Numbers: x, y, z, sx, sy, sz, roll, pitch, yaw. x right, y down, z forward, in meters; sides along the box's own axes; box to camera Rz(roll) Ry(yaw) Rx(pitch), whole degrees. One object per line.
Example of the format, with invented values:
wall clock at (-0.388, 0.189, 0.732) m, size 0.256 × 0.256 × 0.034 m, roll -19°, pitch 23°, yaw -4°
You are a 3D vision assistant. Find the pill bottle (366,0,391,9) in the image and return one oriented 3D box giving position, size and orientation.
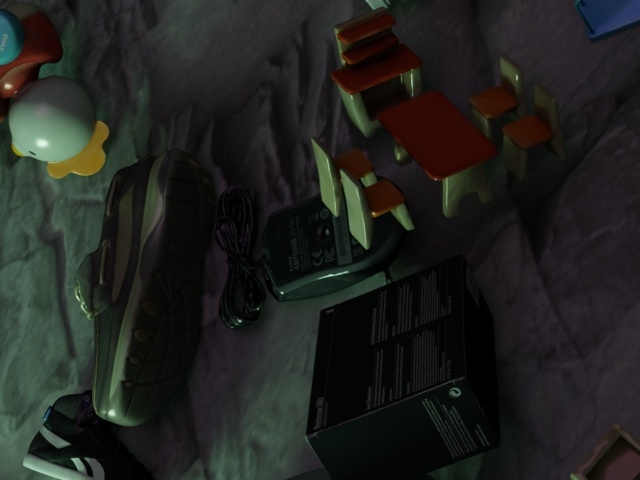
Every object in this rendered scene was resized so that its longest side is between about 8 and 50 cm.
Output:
pill bottle at (0.114, -0.353, 2.114) m, size 0.160 × 0.087 × 0.087 m, roll -38°, pitch 62°, yaw 8°

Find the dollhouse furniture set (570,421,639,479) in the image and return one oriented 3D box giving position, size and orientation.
dollhouse furniture set at (0.455, 0.236, 1.700) m, size 0.303 × 0.198 × 0.286 m, roll 40°, pitch 85°, yaw 17°

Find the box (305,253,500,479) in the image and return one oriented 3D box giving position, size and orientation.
box at (0.092, 0.145, 1.869) m, size 0.184 × 0.103 × 0.261 m, roll -20°, pitch 25°, yaw 15°

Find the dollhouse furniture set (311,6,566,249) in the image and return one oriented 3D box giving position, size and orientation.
dollhouse furniture set at (0.108, -0.146, 1.966) m, size 0.262 × 0.135 × 0.259 m, roll -24°, pitch 40°, yaw -14°

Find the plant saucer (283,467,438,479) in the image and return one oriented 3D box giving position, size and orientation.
plant saucer at (-0.026, 0.365, 1.818) m, size 0.401 × 0.100 × 0.400 m, roll -21°, pitch 32°, yaw 14°

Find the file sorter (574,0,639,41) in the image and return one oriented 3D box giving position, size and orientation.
file sorter at (0.336, -0.343, 2.004) m, size 0.118 × 0.104 × 0.170 m, roll -20°, pitch 66°, yaw 17°

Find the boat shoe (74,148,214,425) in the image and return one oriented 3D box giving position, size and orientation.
boat shoe at (-0.226, 0.060, 2.116) m, size 0.130 × 0.132 × 0.355 m, roll -4°, pitch 62°, yaw 33°

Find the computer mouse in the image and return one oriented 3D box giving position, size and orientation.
computer mouse at (0.000, 0.000, 2.062) m, size 0.272 × 0.072 × 0.188 m, roll -15°, pitch 66°, yaw 30°

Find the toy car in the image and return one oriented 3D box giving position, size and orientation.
toy car at (-0.386, -0.166, 2.239) m, size 0.210 × 0.219 × 0.238 m, roll -41°, pitch 90°, yaw 7°

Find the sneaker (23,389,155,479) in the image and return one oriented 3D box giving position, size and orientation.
sneaker at (-0.257, 0.246, 2.079) m, size 0.217 × 0.079 × 0.121 m, roll 14°, pitch 80°, yaw 28°
